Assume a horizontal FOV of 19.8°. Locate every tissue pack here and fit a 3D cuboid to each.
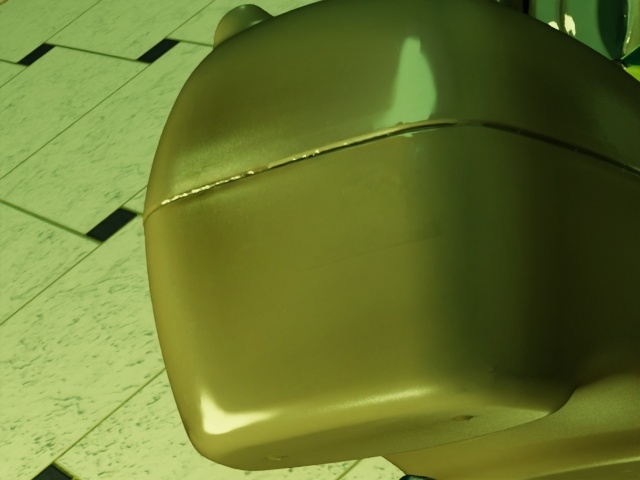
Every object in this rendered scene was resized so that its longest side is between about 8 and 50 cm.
[{"bbox_3d":[0.085,0.003,1.094,0.267,0.387,0.276,-13,72,34],"label":"tissue pack"}]

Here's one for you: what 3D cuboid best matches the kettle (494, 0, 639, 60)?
[{"bbox_3d":[0.223,-0.218,1.605,0.320,0.247,0.342,-7,15,-29],"label":"kettle"}]

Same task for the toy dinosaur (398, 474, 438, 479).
[{"bbox_3d":[0.195,0.189,0.957,0.363,0.147,0.076,-2,37,46],"label":"toy dinosaur"}]

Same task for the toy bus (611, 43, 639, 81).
[{"bbox_3d":[0.354,-0.141,1.414,0.262,0.128,0.150,-37,24,-15],"label":"toy bus"}]
